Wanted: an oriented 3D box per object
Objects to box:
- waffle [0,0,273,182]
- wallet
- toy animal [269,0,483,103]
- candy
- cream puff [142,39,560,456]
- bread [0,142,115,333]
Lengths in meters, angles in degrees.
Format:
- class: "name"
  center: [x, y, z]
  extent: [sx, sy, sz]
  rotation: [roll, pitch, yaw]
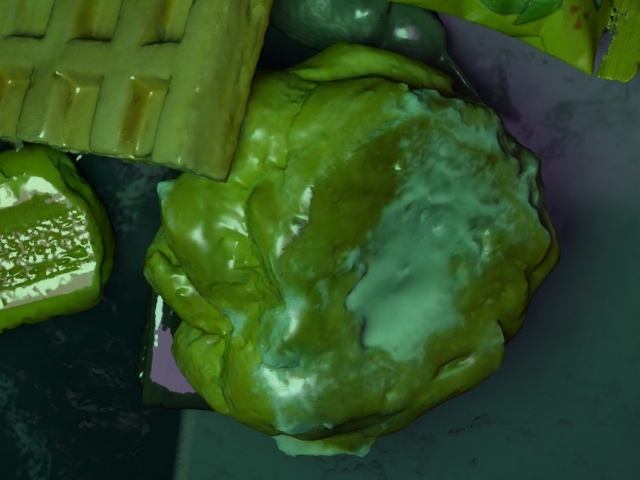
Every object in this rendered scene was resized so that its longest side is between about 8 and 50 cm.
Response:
- class: "waffle"
  center: [-0.190, -0.214, 1.561]
  extent: [0.348, 0.077, 0.304]
  rotation: [8, 80, 29]
- class: "wallet"
  center: [-0.047, 0.089, 1.805]
  extent: [0.245, 0.052, 0.168]
  rotation: [8, 97, -10]
- class: "toy animal"
  center: [0.050, -0.198, 1.704]
  extent: [0.236, 0.108, 0.138]
  rotation: [37, 133, -26]
- class: "candy"
  center: [0.169, -0.261, 1.663]
  extent: [0.297, 0.081, 0.187]
  rotation: [19, 79, -15]
- class: "cream puff"
  center: [0.000, 0.000, 1.649]
  extent: [0.378, 0.275, 0.378]
  rotation: [-12, 114, -29]
- class: "bread"
  center: [-0.378, 0.031, 1.741]
  extent: [0.384, 0.112, 0.166]
  rotation: [-20, 103, 4]
